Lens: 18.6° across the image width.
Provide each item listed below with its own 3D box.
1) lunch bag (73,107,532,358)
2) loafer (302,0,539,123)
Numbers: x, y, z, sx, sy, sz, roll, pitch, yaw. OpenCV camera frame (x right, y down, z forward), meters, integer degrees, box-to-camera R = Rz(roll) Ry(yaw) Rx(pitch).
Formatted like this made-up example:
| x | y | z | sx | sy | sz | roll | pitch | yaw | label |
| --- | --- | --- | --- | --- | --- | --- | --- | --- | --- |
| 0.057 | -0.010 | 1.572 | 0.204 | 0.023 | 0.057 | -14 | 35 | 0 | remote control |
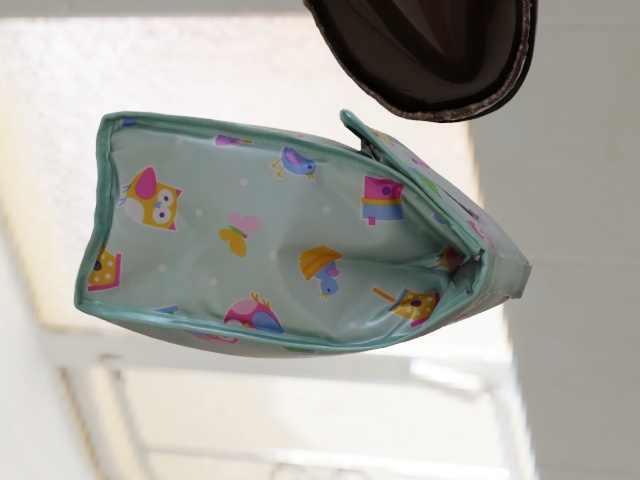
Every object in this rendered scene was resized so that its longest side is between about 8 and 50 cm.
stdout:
| x | y | z | sx | sy | sz | roll | pitch | yaw | label |
| --- | --- | --- | --- | --- | --- | --- | --- | --- | --- |
| 0.000 | 0.000 | 1.262 | 0.223 | 0.262 | 0.160 | 16 | -100 | -78 | lunch bag |
| 0.010 | -0.121 | 0.571 | 0.078 | 0.080 | 0.220 | -85 | -23 | -59 | loafer |
